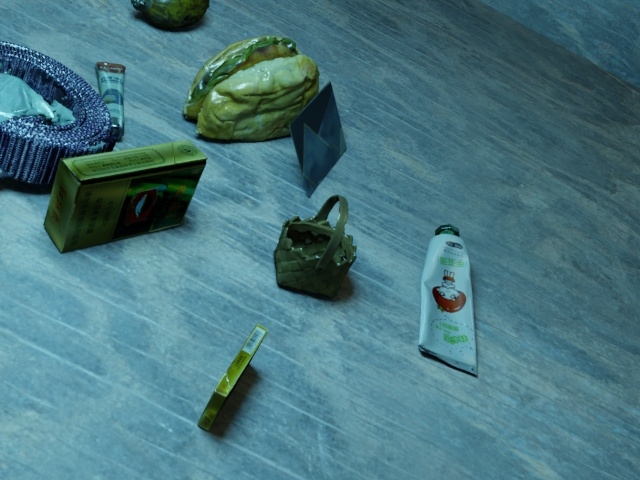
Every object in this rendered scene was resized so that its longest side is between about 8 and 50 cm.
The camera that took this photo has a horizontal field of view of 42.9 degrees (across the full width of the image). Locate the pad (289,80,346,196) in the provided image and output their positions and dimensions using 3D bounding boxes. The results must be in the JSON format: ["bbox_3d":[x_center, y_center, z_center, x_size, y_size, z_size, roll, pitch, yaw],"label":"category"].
[{"bbox_3d":[-0.001,-0.217,1.715,0.004,0.164,0.243,-2,30,24],"label":"pad"}]

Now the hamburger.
[{"bbox_3d":[-0.117,-0.331,1.708,0.329,0.209,0.162,-7,51,-40],"label":"hamburger"}]

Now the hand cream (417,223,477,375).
[{"bbox_3d":[0.246,0.104,1.577,0.121,0.076,0.336,19,45,-11],"label":"hand cream"}]

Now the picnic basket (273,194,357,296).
[{"bbox_3d":[0.000,0.000,1.429,0.137,0.179,0.128,14,40,-19],"label":"picnic basket"}]

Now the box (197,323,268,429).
[{"bbox_3d":[-0.128,0.199,1.199,0.022,0.089,0.156,30,39,2],"label":"box"}]

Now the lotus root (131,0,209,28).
[{"bbox_3d":[-0.345,-0.547,1.880,0.209,0.120,0.120,-16,56,-42],"label":"lotus root"}]

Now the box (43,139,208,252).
[{"bbox_3d":[-0.316,-0.077,1.331,0.240,0.159,0.071,-17,55,-42],"label":"box"}]

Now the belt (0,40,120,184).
[{"bbox_3d":[-0.511,-0.227,1.407,0.325,0.122,0.260,43,35,18],"label":"belt"}]

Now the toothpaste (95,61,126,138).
[{"bbox_3d":[-0.409,-0.281,1.601,0.062,0.039,0.239,4,42,-20],"label":"toothpaste"}]
